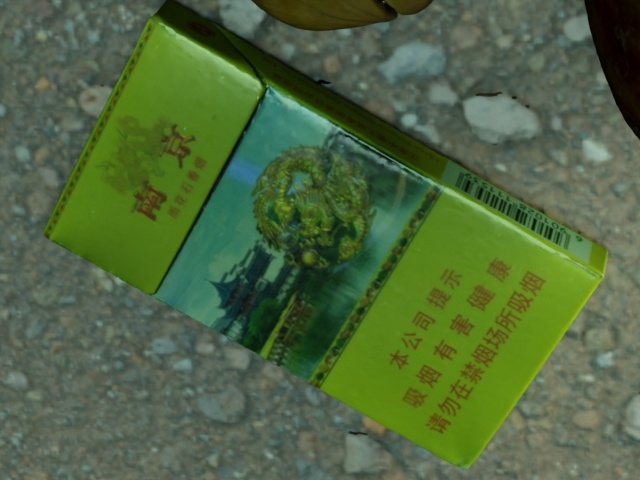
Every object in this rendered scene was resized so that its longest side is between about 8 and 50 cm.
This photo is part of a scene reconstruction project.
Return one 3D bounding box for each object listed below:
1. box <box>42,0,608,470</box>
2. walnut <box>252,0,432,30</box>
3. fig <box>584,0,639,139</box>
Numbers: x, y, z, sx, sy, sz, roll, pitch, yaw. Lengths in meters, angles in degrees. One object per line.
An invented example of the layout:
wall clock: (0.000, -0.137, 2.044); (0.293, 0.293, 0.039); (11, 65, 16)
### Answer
box: (0.000, 0.000, 1.307); (0.335, 0.047, 0.187); (30, 120, -1)
walnut: (-0.013, -0.207, 1.183); (0.167, 0.087, 0.211); (-34, 104, 30)
fig: (0.211, -0.165, 1.124); (0.321, 0.217, 0.217); (43, 122, 23)
